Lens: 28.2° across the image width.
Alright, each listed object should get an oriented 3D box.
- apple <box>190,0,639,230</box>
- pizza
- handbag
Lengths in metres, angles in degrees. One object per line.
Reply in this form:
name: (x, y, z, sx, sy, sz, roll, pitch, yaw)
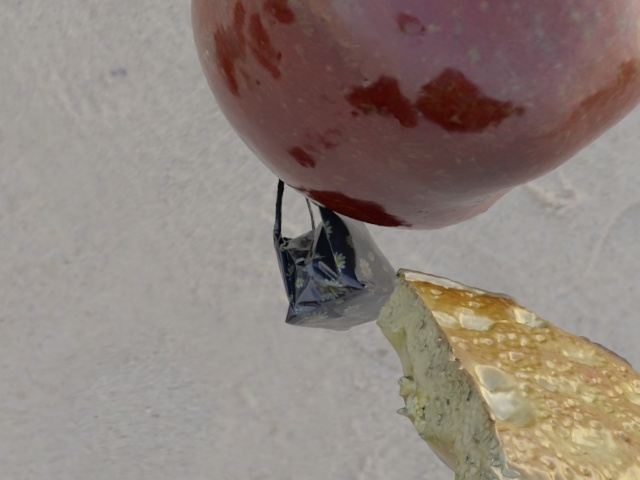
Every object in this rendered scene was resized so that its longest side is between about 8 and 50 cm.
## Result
apple: (0.087, -0.163, 0.900, 0.348, 0.348, 0.277, -36, 89, -26)
pizza: (0.127, 0.103, 0.682, 0.204, 0.188, 0.081, 12, 114, -25)
handbag: (0.000, 0.000, 0.997, 0.115, 0.072, 0.139, 12, 50, -63)
